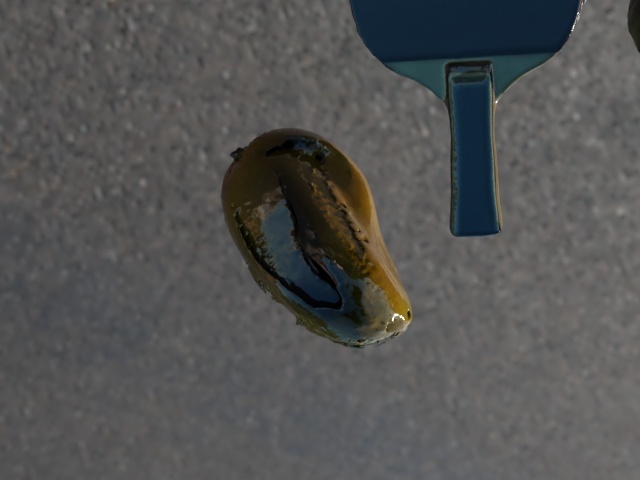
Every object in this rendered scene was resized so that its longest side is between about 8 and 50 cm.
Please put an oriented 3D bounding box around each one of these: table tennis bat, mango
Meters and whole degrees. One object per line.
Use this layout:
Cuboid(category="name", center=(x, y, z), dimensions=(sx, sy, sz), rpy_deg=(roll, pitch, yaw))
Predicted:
Cuboid(category="table tennis bat", center=(0.106, -0.152, 1.315), dimensions=(0.173, 0.301, 0.022), rpy_deg=(-3, -173, 6))
Cuboid(category="mango", center=(0.000, 0.000, 1.870), dimensions=(0.156, 0.248, 0.151), rpy_deg=(-33, 162, -16))

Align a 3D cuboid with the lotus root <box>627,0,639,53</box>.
Cuboid(category="lotus root", center=(0.393, -0.232, 1.802), dimensions=(0.235, 0.138, 0.119), rpy_deg=(-4, 141, -39))
